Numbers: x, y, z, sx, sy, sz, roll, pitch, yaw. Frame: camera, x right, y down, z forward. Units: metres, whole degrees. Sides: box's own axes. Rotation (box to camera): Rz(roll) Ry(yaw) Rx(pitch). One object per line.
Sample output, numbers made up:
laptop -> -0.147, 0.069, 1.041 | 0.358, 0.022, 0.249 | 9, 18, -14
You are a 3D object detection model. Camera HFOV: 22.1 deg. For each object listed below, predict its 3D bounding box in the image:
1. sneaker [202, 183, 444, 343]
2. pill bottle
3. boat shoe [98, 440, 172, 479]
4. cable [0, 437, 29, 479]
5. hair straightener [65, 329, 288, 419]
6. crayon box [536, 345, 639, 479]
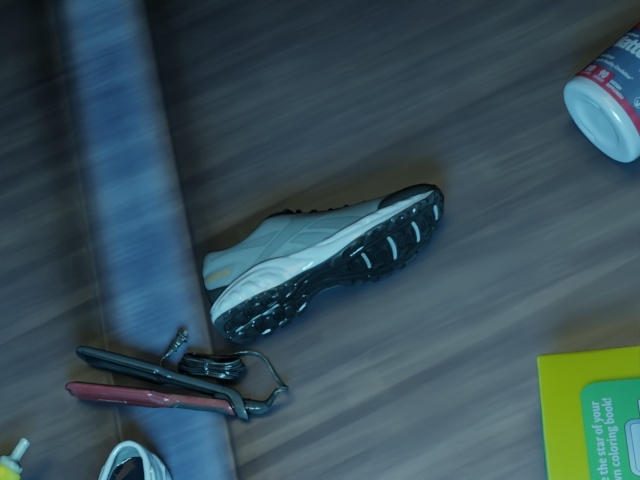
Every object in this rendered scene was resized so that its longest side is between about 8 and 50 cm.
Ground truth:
sneaker -> 0.000, 0.000, 1.690 | 0.271, 0.100, 0.108 | -24, 57, -2
pill bottle -> 0.353, -0.176, 1.704 | 0.180, 0.108, 0.108 | -40, 64, -10
boat shoe -> -0.202, 0.319, 1.575 | 0.095, 0.084, 0.258 | -2, 64, 9
cable -> -0.390, 0.314, 1.620 | 0.139, 0.072, 0.287 | 9, 66, 20
hair straightener -> -0.143, 0.130, 1.678 | 0.230, 0.047, 0.089 | 5, 66, 12
crayon box -> 0.362, 0.257, 1.446 | 0.313, 0.106, 0.363 | -7, 47, 9
